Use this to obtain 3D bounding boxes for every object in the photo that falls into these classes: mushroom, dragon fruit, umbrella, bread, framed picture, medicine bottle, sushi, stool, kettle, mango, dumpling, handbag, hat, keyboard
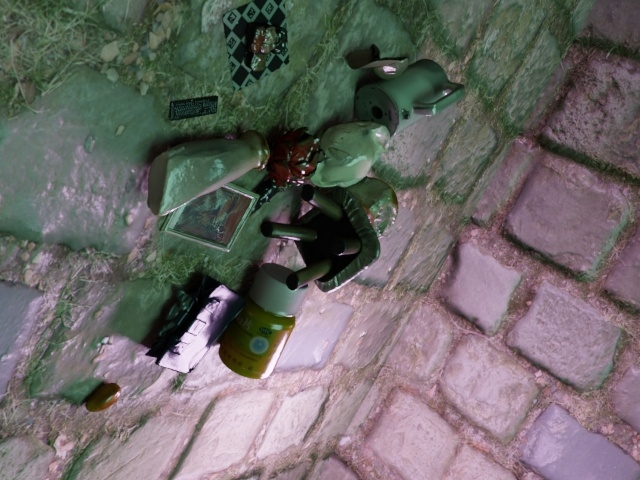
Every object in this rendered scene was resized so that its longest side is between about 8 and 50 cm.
[{"bbox_3d":[-0.309,-0.210,1.666,0.407,0.137,0.154,-33,113,-42],"label":"mushroom"},{"bbox_3d":[-0.086,-0.259,1.906,0.188,0.182,0.182,-44,148,-29],"label":"dragon fruit"},{"bbox_3d":[-0.218,-0.123,1.963,0.235,0.059,0.066,-41,126,-22],"label":"umbrella"},{"bbox_3d":[0.142,-0.116,2.296,0.225,0.279,0.250,-47,152,-41],"label":"bread"},{"bbox_3d":[-0.323,-0.083,1.830,0.273,0.016,0.216,21,101,-48],"label":"framed picture"},{"bbox_3d":[-0.204,0.290,2.212,0.224,0.224,0.384,4,116,-57],"label":"medicine bottle"},{"bbox_3d":[-0.154,-0.537,1.660,0.219,0.047,0.231,-38,146,-29],"label":"sushi"},{"bbox_3d":[0.000,0.000,2.086,0.310,0.310,0.226,-40,158,29],"label":"stool"},{"bbox_3d":[0.315,-0.515,2.167,0.318,0.205,0.265,-33,-173,-35],"label":"kettle"},{"bbox_3d":[-0.670,0.488,1.883,0.114,0.060,0.080,-36,161,-35],"label":"mango"},{"bbox_3d":[0.090,-0.290,2.123,0.318,0.187,0.243,-31,150,-4],"label":"dumpling"},{"bbox_3d":[-0.416,0.268,1.991,0.326,0.118,0.269,-53,157,-8],"label":"handbag"},{"bbox_3d":[0.181,-0.567,2.020,0.173,0.166,0.144,-37,135,-15],"label":"hat"},{"bbox_3d":[-0.333,-0.352,1.614,0.155,0.010,0.053,-24,136,-44],"label":"keyboard"}]
